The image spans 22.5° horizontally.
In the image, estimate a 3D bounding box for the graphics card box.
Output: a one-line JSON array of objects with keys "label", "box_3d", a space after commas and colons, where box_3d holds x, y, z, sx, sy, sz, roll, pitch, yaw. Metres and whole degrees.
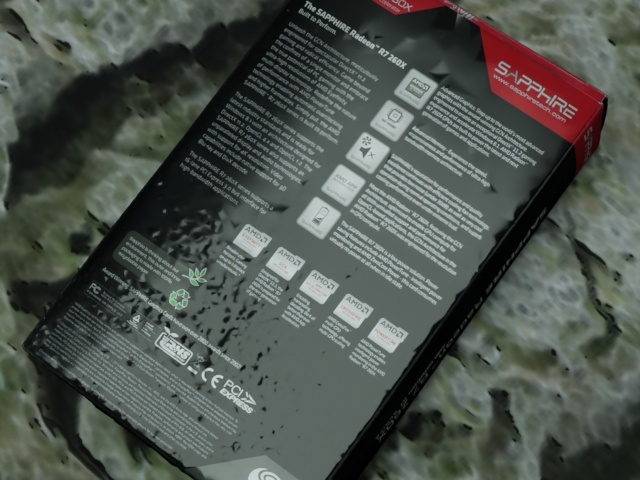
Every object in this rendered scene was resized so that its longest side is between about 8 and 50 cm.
[{"label": "graphics card box", "box_3d": [0.000, 0.000, 1.114, 0.233, 0.094, 0.371, 34, 80, 14]}]
